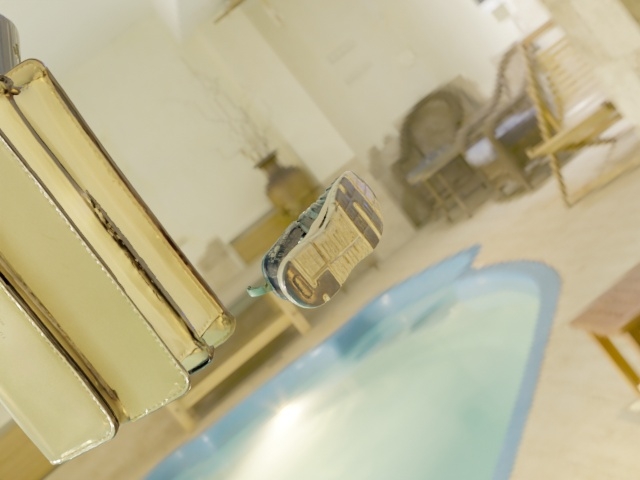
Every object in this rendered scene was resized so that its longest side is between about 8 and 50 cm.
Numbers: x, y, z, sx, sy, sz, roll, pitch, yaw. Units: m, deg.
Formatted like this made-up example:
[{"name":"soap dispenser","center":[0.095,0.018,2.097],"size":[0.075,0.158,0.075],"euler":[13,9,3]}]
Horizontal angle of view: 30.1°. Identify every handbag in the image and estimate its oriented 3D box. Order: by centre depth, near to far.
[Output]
[{"name":"handbag","center":[-0.291,0.031,1.195],"size":[0.237,0.358,0.160],"euler":[-31,11,28]}]

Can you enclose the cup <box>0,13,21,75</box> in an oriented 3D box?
[{"name":"cup","center":[-0.488,-0.244,1.695],"size":[0.131,0.155,0.176],"euler":[-11,-29,-12]}]

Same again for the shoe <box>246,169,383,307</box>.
[{"name":"shoe","center":[0.000,0.000,0.991],"size":[0.071,0.064,0.143],"euler":[-10,36,48]}]
